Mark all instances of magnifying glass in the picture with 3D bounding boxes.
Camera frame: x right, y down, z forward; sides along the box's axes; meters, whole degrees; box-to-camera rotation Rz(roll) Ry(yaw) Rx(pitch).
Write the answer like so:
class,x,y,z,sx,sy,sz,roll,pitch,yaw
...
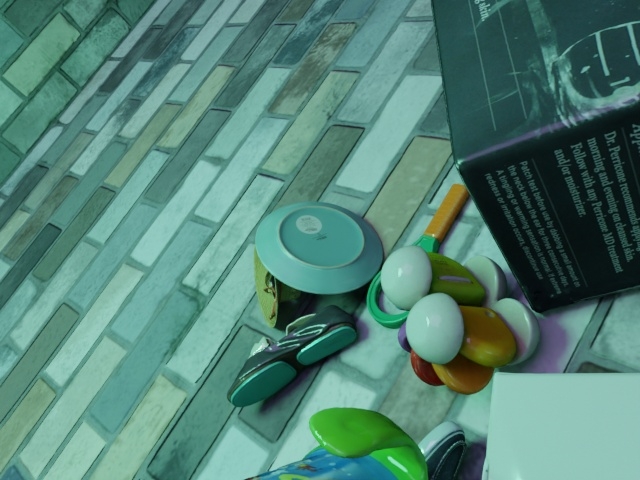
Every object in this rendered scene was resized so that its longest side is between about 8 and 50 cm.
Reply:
class,x,y,z,sx,sy,sz,roll,pitch,yaw
magnifying glass,0.142,0.019,0.886,0.092,0.026,0.231,17,70,45

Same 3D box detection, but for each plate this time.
class,x,y,z,sx,sy,sz,roll,pitch,yaw
plate,0.000,0.000,0.924,0.188,0.024,0.188,6,45,-6

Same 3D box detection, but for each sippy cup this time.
class,x,y,z,sx,sy,sz,roll,pitch,yaw
sippy cup,-0.031,0.308,0.572,0.240,0.224,0.306,-16,71,44

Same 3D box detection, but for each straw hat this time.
class,x,y,z,sx,sy,sz,roll,pitch,yaw
straw hat,-0.056,0.060,0.968,0.061,0.145,0.145,-6,40,-17

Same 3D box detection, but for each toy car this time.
class,x,y,z,sx,sy,sz,roll,pitch,yaw
toy car,0.147,0.097,0.748,0.136,0.159,0.182,-65,31,32

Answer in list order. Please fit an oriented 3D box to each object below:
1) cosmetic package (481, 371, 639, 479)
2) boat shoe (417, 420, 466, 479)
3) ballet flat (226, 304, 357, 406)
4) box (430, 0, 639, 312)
class,x,y,z,sx,sy,sz,roll,pitch,yaw
cosmetic package,0.326,0.223,0.481,0.384,0.156,0.217,-8,52,34
boat shoe,0.116,0.284,0.660,0.083,0.065,0.183,28,83,46
ballet flat,-0.044,0.153,0.883,0.203,0.074,0.074,-32,42,2
box,0.391,-0.236,0.708,0.471,0.297,0.480,-18,47,23
